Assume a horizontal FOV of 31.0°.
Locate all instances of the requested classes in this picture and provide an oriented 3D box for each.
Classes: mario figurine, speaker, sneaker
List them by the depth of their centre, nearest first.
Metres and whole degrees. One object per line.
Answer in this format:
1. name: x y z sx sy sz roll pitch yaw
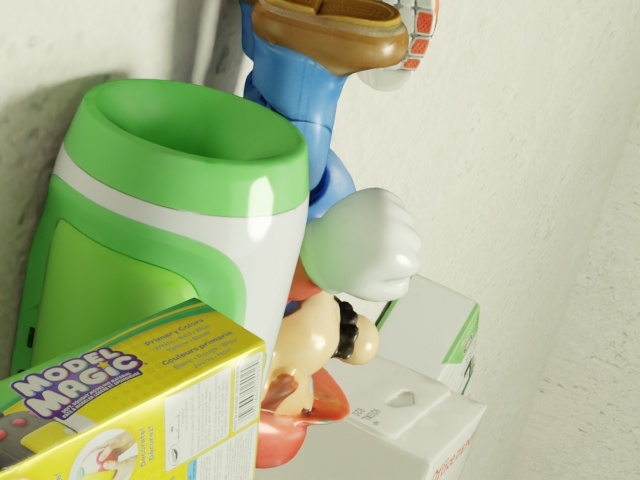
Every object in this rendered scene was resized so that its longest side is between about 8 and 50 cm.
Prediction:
1. speaker: -0.093 0.073 0.600 0.131 0.131 0.297 -31 141 -59
2. mario figurine: 0.000 0.000 0.709 0.198 0.170 0.321 -39 145 -57
3. sneaker: 0.067 -0.186 0.840 0.065 0.061 0.158 -46 153 -60

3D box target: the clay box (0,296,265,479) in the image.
1. clay box: -0.120 0.120 0.452 0.222 0.053 0.127 -22 129 -41

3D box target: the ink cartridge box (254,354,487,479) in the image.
1. ink cartridge box: 0.014 0.230 1.006 0.171 0.168 0.233 -19 130 -66

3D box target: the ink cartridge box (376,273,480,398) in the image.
1. ink cartridge box: 0.103 0.166 1.287 0.160 0.092 0.219 -57 158 -25
